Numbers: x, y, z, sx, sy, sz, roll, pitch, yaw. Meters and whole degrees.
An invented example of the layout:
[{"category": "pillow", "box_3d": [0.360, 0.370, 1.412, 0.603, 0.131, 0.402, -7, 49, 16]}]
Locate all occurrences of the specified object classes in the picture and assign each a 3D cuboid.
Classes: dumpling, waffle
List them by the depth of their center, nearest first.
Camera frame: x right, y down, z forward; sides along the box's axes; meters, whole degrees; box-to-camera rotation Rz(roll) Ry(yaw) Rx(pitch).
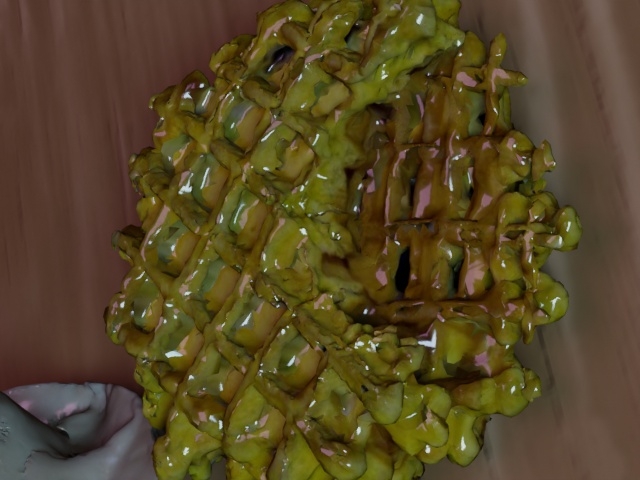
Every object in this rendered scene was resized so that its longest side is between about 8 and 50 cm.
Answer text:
[{"category": "waffle", "box_3d": [0.000, 0.000, 0.546, 0.197, 0.070, 0.193, -41, 53, 31]}, {"category": "dumpling", "box_3d": [-0.131, 0.114, 0.626, 0.199, 0.118, 0.136, -23, 41, 27]}]
